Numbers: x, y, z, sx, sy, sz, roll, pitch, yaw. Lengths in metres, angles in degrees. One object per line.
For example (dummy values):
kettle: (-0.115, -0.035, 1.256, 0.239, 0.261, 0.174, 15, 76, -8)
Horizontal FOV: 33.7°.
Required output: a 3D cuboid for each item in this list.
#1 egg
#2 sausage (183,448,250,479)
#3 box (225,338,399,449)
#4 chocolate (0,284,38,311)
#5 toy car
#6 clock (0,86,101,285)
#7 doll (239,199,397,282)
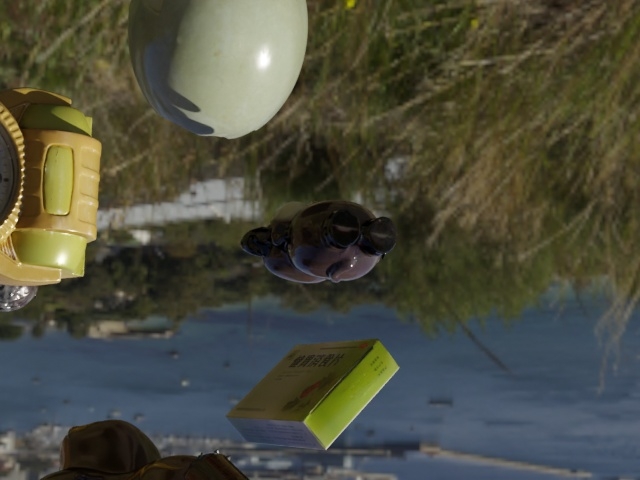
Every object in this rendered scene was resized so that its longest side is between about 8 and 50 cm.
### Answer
egg: (-0.154, -0.337, 1.615, 0.278, 0.278, 0.336, 5, 120, -13)
sausage: (-0.037, 0.387, 1.301, 0.082, 0.082, 0.371, 20, -170, -48)
box: (-0.017, 0.233, 1.615, 0.062, 0.175, 0.260, 53, 152, -13)
chocolate: (-0.632, 0.069, 1.916, 0.248, 0.110, 0.110, 12, 166, 9)
toy car: (-0.259, 0.389, 1.546, 0.341, 0.240, 0.271, -9, 142, 17)
clock: (-0.438, -0.070, 1.280, 0.317, 0.244, 0.200, 7, 166, -39)
doll: (0.000, 0.002, 1.494, 0.182, 0.117, 0.257, 14, 173, -22)
